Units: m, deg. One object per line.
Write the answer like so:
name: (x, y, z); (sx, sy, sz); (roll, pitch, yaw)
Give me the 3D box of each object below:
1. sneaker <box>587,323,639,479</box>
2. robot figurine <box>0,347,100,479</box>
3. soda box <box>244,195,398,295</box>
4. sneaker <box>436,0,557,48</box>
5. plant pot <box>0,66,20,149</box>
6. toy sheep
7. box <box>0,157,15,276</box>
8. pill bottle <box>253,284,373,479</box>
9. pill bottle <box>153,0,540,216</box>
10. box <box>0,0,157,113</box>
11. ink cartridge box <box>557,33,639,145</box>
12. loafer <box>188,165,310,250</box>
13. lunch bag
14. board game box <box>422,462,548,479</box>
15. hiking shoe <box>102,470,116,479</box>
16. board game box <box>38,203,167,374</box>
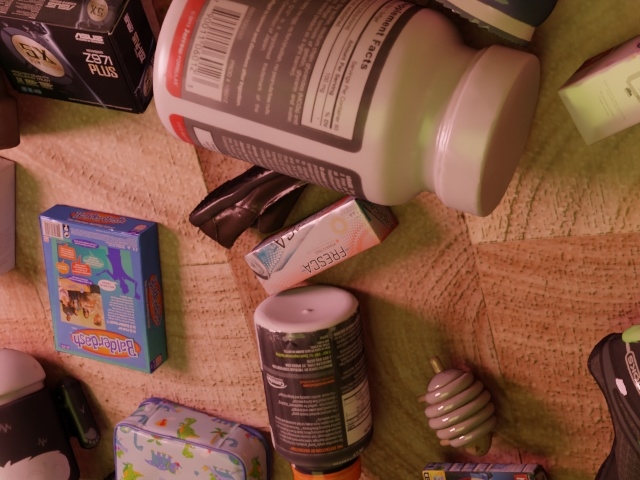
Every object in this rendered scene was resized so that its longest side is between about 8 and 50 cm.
sneaker: (0.414, 0.296, 1.359); (0.202, 0.185, 0.482); (2, 112, 46)
robot figurine: (-0.446, 0.292, 1.761); (0.174, 0.209, 0.278); (-19, 91, 42)
soda box: (0.000, 0.000, 1.473); (0.183, 0.058, 0.063); (-27, 99, 34)
sneaker: (0.109, -0.329, 1.245); (0.319, 0.112, 0.131); (34, 108, 6)
plant pot: (-0.536, -0.253, 1.505); (0.323, 0.323, 0.280); (4, 99, 26)
toy sheep: (0.163, 0.198, 1.471); (0.091, 0.091, 0.132); (-31, 91, 35)
box: (-0.497, -0.036, 1.693); (0.130, 0.091, 0.170); (20, 121, 19)
pill bottle: (-0.004, 0.189, 1.522); (0.131, 0.130, 0.245); (5, 115, 26)
pill bottle: (0.028, -0.157, 1.291); (0.363, 0.210, 0.210); (19, 121, 18)
box: (-0.291, -0.234, 1.451); (0.180, 0.077, 0.147); (12, 150, 15)
ink cartridge box: (0.339, -0.172, 1.180); (0.198, 0.115, 0.067); (-24, 100, 33)
loafer: (-0.060, -0.054, 1.475); (0.220, 0.080, 0.078); (-27, 109, 39)
lunch bag: (-0.177, 0.323, 1.701); (0.219, 0.090, 0.176); (10, 117, 23)
board game box: (0.243, 0.352, 1.517); (0.194, 0.060, 0.194); (-5, 111, 28)
hiking shoe: (-0.323, 0.440, 1.836); (0.114, 0.086, 0.227); (44, 126, 4)
board game box: (-0.291, 0.065, 1.661); (0.160, 0.047, 0.210); (11, 117, 22)
